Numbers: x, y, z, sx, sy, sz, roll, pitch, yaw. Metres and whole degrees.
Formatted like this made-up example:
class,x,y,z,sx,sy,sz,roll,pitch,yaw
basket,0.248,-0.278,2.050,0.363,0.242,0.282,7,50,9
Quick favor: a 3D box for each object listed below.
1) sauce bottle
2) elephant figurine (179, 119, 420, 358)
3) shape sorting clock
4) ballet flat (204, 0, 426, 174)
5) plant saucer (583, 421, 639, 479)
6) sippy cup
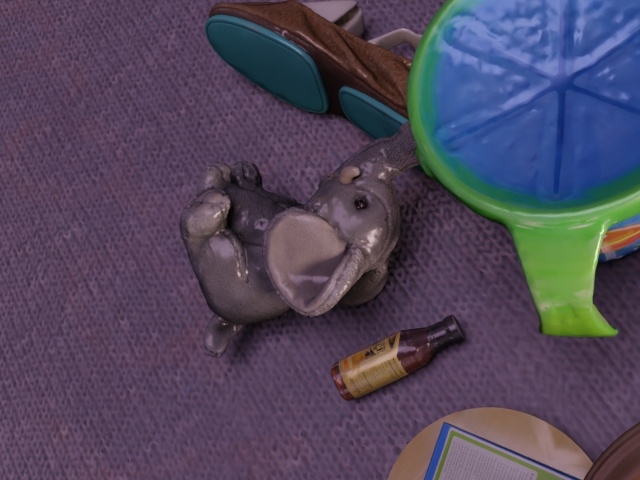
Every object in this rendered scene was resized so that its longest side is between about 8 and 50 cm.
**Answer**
class,x,y,z,sx,sy,sz,roll,pitch,yaw
sauce bottle,0.073,0.108,0.853,0.128,0.042,0.042,-28,63,11
elephant figurine,0.000,0.000,0.853,0.239,0.186,0.169,3,41,26
shape sorting clock,0.147,0.245,0.768,0.206,0.040,0.206,-7,76,30
ballet flat,0.037,-0.184,0.943,0.342,0.116,0.124,31,66,29
plant saucer,0.310,0.247,0.640,0.278,0.041,0.278,2,95,25
sippy cup,0.214,-0.088,0.752,0.240,0.224,0.305,38,90,29
